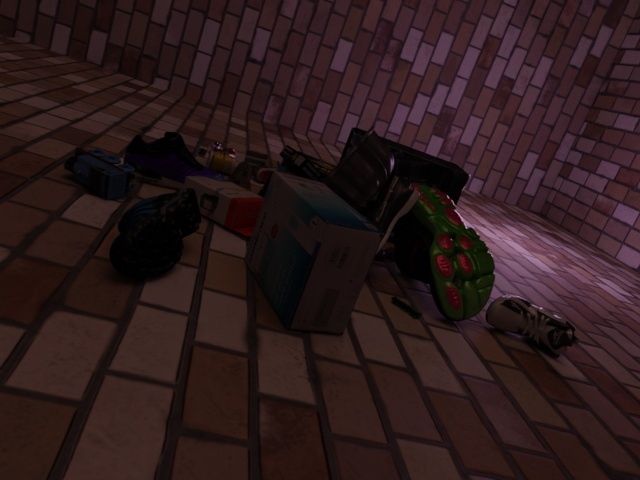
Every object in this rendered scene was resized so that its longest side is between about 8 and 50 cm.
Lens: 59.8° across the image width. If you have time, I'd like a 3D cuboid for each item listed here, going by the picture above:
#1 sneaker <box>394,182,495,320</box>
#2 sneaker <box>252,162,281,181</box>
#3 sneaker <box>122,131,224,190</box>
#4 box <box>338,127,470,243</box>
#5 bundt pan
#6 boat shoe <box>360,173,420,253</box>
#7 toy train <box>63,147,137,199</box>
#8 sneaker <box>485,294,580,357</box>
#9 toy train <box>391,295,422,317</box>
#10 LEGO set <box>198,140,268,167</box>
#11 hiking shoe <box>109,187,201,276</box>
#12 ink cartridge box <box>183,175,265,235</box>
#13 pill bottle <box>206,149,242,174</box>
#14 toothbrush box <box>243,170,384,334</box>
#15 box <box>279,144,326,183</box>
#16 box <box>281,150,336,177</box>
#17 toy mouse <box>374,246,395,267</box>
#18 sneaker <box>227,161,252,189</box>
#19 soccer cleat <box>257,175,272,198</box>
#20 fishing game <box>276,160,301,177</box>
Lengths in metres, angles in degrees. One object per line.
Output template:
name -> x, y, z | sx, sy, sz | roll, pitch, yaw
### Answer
sneaker -> 0.309, 0.042, 1.471 | 0.185, 0.202, 0.482 | 8, 37, -13
sneaker -> -0.185, -0.244, 2.000 | 0.075, 0.063, 0.170 | 31, 21, 30
sneaker -> -0.390, -0.221, 1.539 | 0.293, 0.146, 0.102 | 8, 20, -34
box -> 0.239, -0.166, 1.845 | 0.396, 0.293, 0.212 | 19, 16, -3
bundt pan -> 0.069, -0.135, 1.456 | 0.124, 0.331, 0.331 | 40, 16, -5
boat shoe -> 0.138, -0.043, 1.409 | 0.091, 0.114, 0.302 | 40, 60, -5
toy train -> -0.526, -0.163, 1.324 | 0.184, 0.080, 0.105 | 27, 24, 20
sneaker -> 0.522, 0.208, 1.332 | 0.235, 0.094, 0.153 | 23, 5, -28
toy train -> 0.197, 0.152, 1.270 | 0.083, 0.017, 0.024 | 34, 11, 38
LEGO set -> -0.319, -0.292, 1.991 | 0.244, 0.060, 0.182 | 14, -13, -9
hiking shoe -> -0.332, -0.008, 1.063 | 0.132, 0.113, 0.304 | -8, 19, 12
ink cartridge box -> -0.228, -0.091, 1.425 | 0.231, 0.078, 0.134 | 25, 17, 26
pill bottle -> -0.323, -0.259, 1.884 | 0.116, 0.065, 0.065 | 15, 17, -18
toothbrush box -> -0.028, 0.014, 1.095 | 0.126, 0.216, 0.295 | 12, 19, -27
box -> -0.035, -0.239, 2.023 | 0.220, 0.051, 0.175 | 43, 0, -36
box -> 0.015, -0.272, 2.303 | 0.322, 0.079, 0.257 | 22, 18, 6
toy mouse -> 0.178, 0.033, 1.600 | 0.161, 0.031, 0.143 | 10, 19, -32
sneaker -> -0.254, -0.171, 1.706 | 0.066, 0.071, 0.188 | 32, 33, -9
soccer cleat -> -0.161, -0.163, 1.753 | 0.060, 0.072, 0.179 | 18, 17, -7
fishing game -> -0.079, -0.208, 1.934 | 0.189, 0.041, 0.264 | 42, 14, -18
